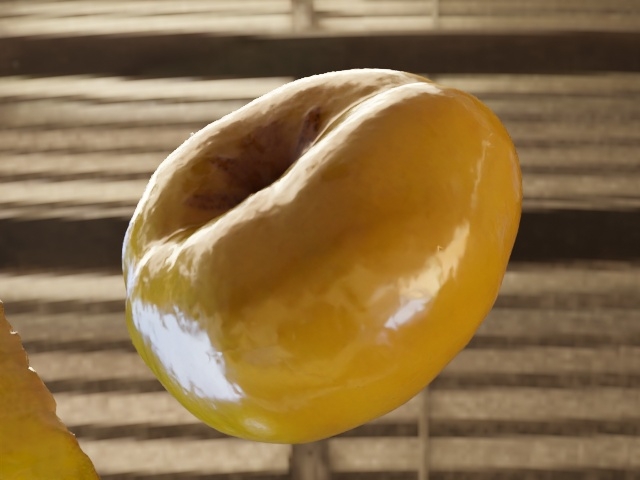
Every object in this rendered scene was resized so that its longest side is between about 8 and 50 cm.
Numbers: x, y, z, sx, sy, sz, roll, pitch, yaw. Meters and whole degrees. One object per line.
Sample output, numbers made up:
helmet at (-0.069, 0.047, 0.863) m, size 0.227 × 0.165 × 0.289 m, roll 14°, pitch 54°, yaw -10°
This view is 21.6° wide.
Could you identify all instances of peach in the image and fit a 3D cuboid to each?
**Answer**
peach at (0.000, 0.000, 0.684) m, size 0.179 × 0.103 × 0.179 m, roll -28°, pitch -150°, yaw 18°

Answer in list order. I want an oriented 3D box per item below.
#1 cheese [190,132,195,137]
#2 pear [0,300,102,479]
cheese at (-0.045, -0.005, 0.980) m, size 0.026 × 0.120 × 0.067 m, roll -27°, pitch -156°, yaw -12°
pear at (-0.202, 0.196, 0.890) m, size 0.191 × 0.340 × 0.386 m, roll -24°, pitch -136°, yaw -17°
